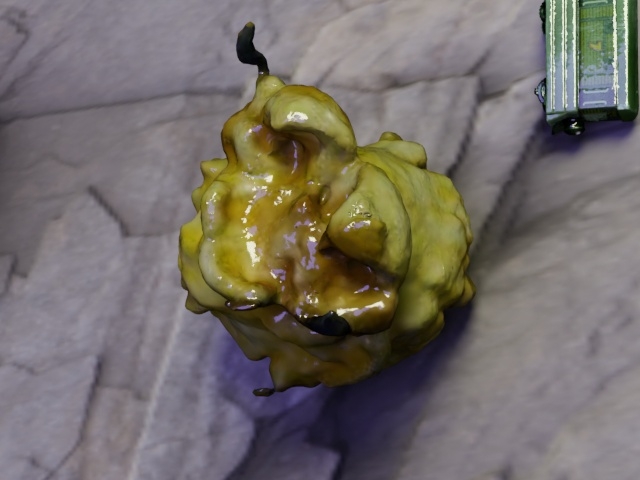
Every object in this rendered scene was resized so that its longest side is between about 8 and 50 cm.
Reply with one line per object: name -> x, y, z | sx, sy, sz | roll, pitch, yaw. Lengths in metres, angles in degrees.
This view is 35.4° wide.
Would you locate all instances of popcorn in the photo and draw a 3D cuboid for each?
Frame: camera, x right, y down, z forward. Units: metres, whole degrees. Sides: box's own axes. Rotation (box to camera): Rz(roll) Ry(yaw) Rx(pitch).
popcorn -> -0.009, 0.000, 0.556 | 0.168, 0.195, 0.173 | 2, 78, 25

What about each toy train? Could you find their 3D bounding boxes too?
toy train -> 0.154, -0.106, 0.578 | 0.056, 0.038, 0.093 | 0, 83, 20
